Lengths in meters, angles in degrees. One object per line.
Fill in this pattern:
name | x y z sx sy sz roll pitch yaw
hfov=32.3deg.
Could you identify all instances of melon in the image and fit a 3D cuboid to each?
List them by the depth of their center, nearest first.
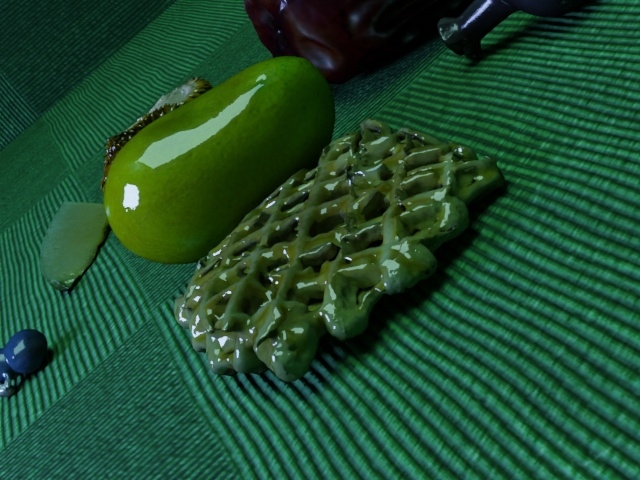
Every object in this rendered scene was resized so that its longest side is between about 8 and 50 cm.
melon | -0.349 0.013 1.603 0.114 0.053 0.261 -17 29 7

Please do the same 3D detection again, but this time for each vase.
vase | 0.194 -0.256 1.123 0.183 0.120 0.120 -42 15 39

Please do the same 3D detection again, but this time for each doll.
doll | -0.366 0.145 1.336 0.083 0.050 0.076 -37 25 4

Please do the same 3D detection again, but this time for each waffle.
waffle | 0.000 0.000 0.971 0.297 0.073 0.317 -44 21 -13

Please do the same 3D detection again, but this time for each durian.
durian | -0.192 -0.114 1.451 0.249 0.138 0.183 -74 5 -61

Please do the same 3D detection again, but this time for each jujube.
jujube | 0.071 -0.353 1.354 0.377 0.258 0.258 -42 20 10

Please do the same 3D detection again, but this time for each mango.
mango | -0.098 -0.075 1.159 0.273 0.149 0.185 -32 -23 2
